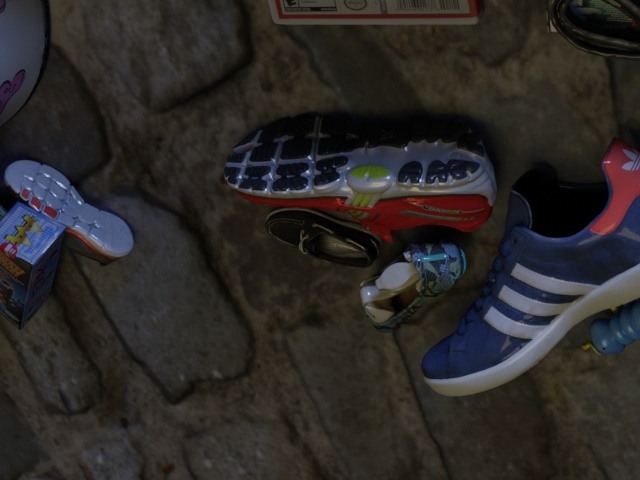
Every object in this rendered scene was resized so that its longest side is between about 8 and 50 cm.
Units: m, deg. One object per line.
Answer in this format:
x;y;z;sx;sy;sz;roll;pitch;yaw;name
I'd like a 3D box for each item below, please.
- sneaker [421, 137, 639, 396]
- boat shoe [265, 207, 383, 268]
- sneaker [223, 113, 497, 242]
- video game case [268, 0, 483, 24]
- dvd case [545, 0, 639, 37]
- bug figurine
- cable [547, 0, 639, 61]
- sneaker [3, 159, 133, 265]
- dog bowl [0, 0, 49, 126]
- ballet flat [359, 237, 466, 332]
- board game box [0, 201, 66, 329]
0.203;0.020;1.847;0.148;0.131;0.350;47;123;-10;sneaker
0.000;0.000;1.965;0.125;0.038;0.046;16;131;10;boat shoe
0.037;-0.047;1.874;0.279;0.107;0.118;5;140;24;sneaker
0.027;-0.319;1.705;0.204;0.025;0.285;3;128;21;video game case
0.239;-0.233;1.693;0.087;0.013;0.119;5;128;20;dvd case
0.400;0.123;1.874;0.279;0.072;0.216;42;131;-12;bug figurine
0.331;-0.140;1.679;0.287;0.072;0.139;37;132;-17;cable
-0.279;-0.021;2.054;0.158;0.061;0.065;37;138;-8;sneaker
-0.486;-0.225;1.915;0.408;0.150;0.408;12;131;15;dog bowl
0.075;0.045;1.928;0.070;0.070;0.188;35;145;-7;ballet flat
-0.352;-0.005;2.050;0.194;0.060;0.194;42;154;-9;board game box
